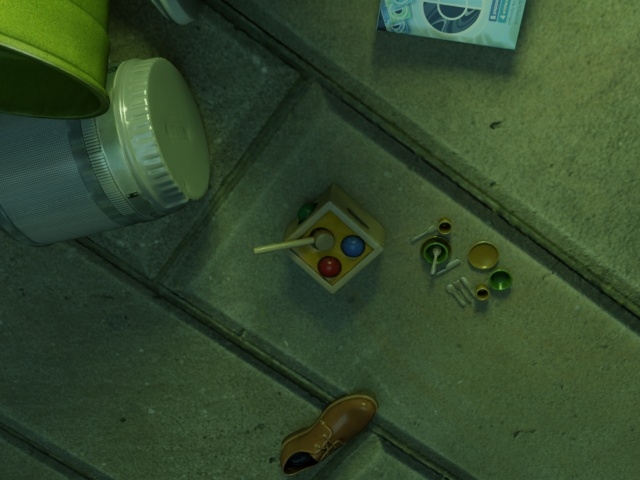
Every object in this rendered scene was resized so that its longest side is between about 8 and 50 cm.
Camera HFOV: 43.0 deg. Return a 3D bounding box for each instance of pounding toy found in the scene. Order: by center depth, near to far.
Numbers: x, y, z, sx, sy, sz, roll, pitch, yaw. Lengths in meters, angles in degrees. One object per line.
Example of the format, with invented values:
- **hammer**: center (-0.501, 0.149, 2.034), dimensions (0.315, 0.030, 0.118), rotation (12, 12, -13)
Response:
- **pounding toy**: center (0.000, 0.000, 1.199), dimensions (0.141, 0.100, 0.130), rotation (41, 114, -14)

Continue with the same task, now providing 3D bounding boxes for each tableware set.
- **tableware set**: center (0.217, 0.031, 1.232), dimensions (0.104, 0.024, 0.154), rotation (-32, 108, 20)

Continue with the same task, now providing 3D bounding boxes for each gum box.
- **gum box**: center (0.174, -0.337, 1.041), dimensions (0.185, 0.041, 0.156), rotation (10, 117, 3)

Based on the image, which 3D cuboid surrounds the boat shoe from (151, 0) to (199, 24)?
- **boat shoe**: center (-0.251, -0.386, 1.049), dimensions (0.084, 0.095, 0.258), rotation (-26, 100, 22)

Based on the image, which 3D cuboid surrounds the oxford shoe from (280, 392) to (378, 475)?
- **oxford shoe**: center (0.015, 0.337, 1.382), dimensions (0.212, 0.076, 0.076), rotation (-41, 104, 21)

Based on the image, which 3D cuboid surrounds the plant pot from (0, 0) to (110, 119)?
- **plant pot**: center (-0.375, -0.349, 0.852), dimensions (0.367, 0.366, 0.352), rotation (9, 85, 2)

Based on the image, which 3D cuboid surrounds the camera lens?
- **camera lens**: center (-0.315, -0.119, 1.110), dimensions (0.275, 0.219, 0.219), rotation (-13, 114, 13)
